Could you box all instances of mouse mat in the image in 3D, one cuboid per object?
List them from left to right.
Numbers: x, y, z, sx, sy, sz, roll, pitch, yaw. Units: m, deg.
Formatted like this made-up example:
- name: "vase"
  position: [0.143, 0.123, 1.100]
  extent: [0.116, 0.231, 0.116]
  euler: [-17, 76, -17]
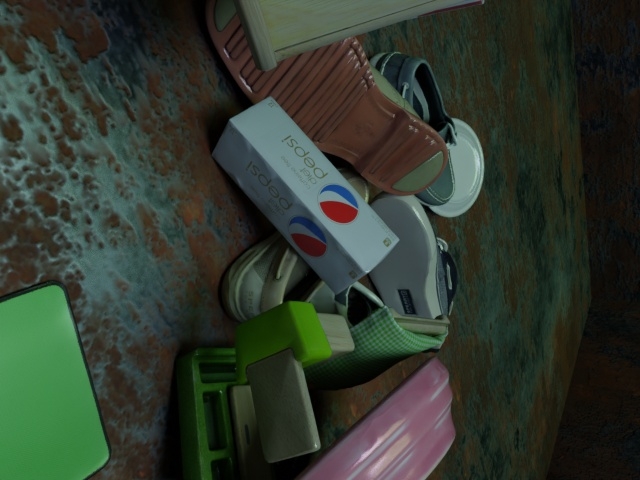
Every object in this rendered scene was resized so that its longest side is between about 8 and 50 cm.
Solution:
- name: "mouse mat"
  position: [-0.254, 0.143, 0.414]
  extent: [0.152, 0.007, 0.190]
  euler: [-26, 112, -50]

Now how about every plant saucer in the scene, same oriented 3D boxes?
- name: "plant saucer"
  position: [0.035, 0.272, 0.587]
  extent: [0.332, 0.084, 0.332]
  euler: [-38, 161, -15]

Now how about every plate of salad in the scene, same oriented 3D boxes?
- name: "plate of salad"
  position: [0.261, -0.148, 1.054]
  extent: [0.199, 0.048, 0.200]
  euler: [-4, 98, -34]

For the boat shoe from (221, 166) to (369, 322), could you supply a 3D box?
- name: "boat shoe"
  position: [0.000, 0.000, 0.674]
  extent: [0.302, 0.098, 0.109]
  euler: [-47, 128, -41]

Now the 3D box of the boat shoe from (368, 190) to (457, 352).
- name: "boat shoe"
  position: [0.165, 0.028, 0.902]
  extent: [0.158, 0.127, 0.341]
  euler: [-58, 143, -43]

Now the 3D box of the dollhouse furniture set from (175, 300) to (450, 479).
- name: "dollhouse furniture set"
  position: [0.021, 0.178, 0.581]
  extent: [0.301, 0.197, 0.152]
  euler: [14, 54, -49]

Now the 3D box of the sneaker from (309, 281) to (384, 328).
- name: "sneaker"
  position: [0.063, 0.127, 0.775]
  extent: [0.258, 0.091, 0.094]
  euler: [37, 63, -49]

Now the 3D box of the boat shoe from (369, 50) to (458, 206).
- name: "boat shoe"
  position: [0.181, -0.177, 0.893]
  extent: [0.116, 0.099, 0.320]
  euler: [-50, 128, -24]

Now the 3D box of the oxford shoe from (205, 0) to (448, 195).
- name: "oxford shoe"
  position: [0.009, -0.199, 0.681]
  extent: [0.397, 0.140, 0.147]
  euler: [35, 22, -39]

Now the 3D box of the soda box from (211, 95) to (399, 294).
- name: "soda box"
  position: [-0.018, -0.048, 0.572]
  extent: [0.216, 0.074, 0.069]
  euler: [48, 54, 0]

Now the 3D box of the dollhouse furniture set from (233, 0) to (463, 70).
- name: "dollhouse furniture set"
  position: [0.005, -0.378, 0.432]
  extent: [0.362, 0.256, 0.395]
  euler: [73, -1, -66]

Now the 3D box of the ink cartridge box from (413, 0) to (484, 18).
- name: "ink cartridge box"
  position: [0.161, -0.484, 0.778]
  extent: [0.114, 0.196, 0.273]
  euler: [35, 65, -51]

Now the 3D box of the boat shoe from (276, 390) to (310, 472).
- name: "boat shoe"
  position: [-0.029, 0.244, 0.703]
  extent: [0.048, 0.041, 0.133]
  euler: [18, 77, -49]
